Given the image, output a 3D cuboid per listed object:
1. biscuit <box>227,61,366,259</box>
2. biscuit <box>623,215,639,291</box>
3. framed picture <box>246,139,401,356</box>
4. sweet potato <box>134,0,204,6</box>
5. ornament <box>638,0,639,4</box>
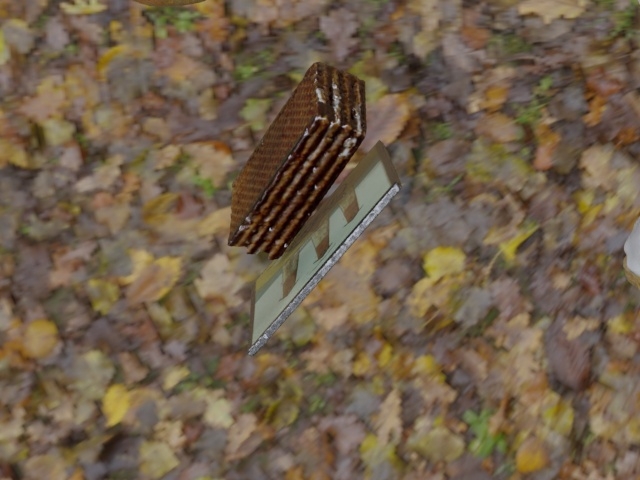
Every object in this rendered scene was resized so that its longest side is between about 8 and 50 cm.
[{"bbox_3d":[-0.031,-0.088,1.828,0.070,0.106,0.252,19,133,-19],"label":"biscuit"},{"bbox_3d":[0.398,-0.019,1.524,0.208,0.181,0.049,-10,122,38],"label":"biscuit"},{"bbox_3d":[0.000,0.000,1.779,0.013,0.324,0.244,40,98,-8],"label":"framed picture"},{"bbox_3d":[-0.235,-0.321,1.783,0.255,0.058,0.078,36,98,27],"label":"sweet potato"},{"bbox_3d":[0.421,-0.279,1.657,0.178,0.177,0.177,3,99,16],"label":"ornament"}]
